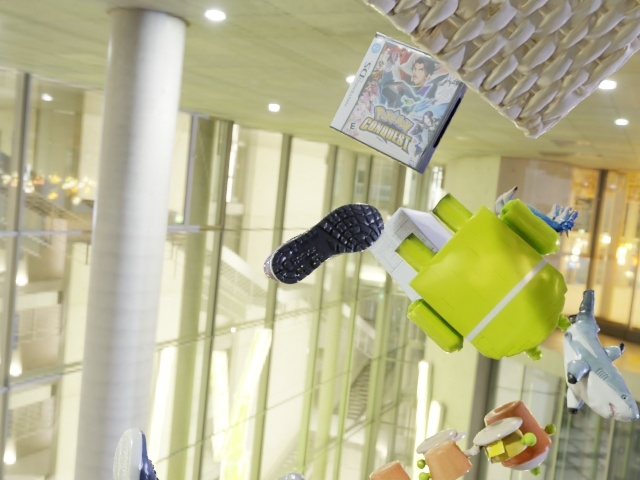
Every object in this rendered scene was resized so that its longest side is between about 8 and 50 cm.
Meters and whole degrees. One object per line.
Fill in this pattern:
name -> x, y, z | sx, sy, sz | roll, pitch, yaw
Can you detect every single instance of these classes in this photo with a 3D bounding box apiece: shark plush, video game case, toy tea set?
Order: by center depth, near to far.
shark plush -> 0.304, 0.128, 0.749 | 0.067, 0.073, 0.161 | -4, -146, 18
toy tea set -> 0.251, 0.398, 1.178 | 0.336, 0.124, 0.200 | -33, 170, 31
video game case -> 0.179, -0.318, 1.551 | 0.274, 0.248, 0.035 | 33, -171, 33

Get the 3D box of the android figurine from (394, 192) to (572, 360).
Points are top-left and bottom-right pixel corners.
android figurine -> 0.252, 0.063, 1.023 | 0.273, 0.248, 0.056 | 41, -170, 7

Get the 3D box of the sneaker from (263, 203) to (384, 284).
sneaker -> 0.000, 0.000, 1.481 | 0.283, 0.107, 0.124 | -25, -174, -19

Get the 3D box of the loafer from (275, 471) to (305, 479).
loafer -> -0.017, 0.611, 1.349 | 0.111, 0.320, 0.112 | -29, -174, 5

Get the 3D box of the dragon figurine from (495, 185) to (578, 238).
dragon figurine -> 0.366, -0.003, 1.300 | 0.144, 0.289, 0.085 | 48, 164, 3

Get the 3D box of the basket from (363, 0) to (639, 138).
basket -> 0.216, -0.348, 0.694 | 0.328, 0.331, 0.267 | 31, -147, -24

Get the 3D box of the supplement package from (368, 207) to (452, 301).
supplement package -> 0.270, 0.038, 1.823 | 0.203, 0.149, 0.194 | 51, -157, 24

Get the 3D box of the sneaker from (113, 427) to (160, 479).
sneaker -> -0.350, 0.569, 1.446 | 0.148, 0.350, 0.131 | -3, 180, -30
